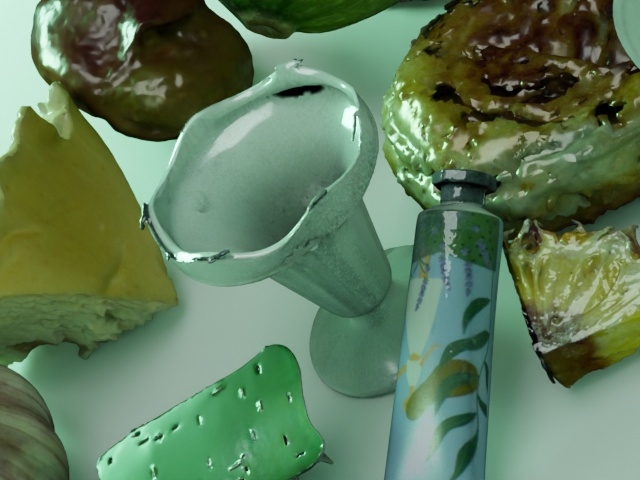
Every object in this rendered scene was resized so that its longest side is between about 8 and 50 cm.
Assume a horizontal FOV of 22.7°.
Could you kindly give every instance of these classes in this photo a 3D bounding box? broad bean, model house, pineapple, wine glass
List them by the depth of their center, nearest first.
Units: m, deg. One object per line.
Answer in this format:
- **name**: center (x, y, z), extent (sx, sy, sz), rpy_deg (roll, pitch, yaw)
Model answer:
- **pineapple**: center (0.170, 0.039, 1.000), extent (0.137, 0.069, 0.116), rpy_deg (10, 61, 40)
- **model house**: center (-0.055, 0.162, 1.052), extent (0.167, 0.088, 0.117), rpy_deg (-34, 41, 11)
- **wine glass**: center (0.000, 0.000, 1.069), extent (0.165, 0.196, 0.165), rpy_deg (-20, 47, 22)
- **broad bean**: center (-0.156, -0.160, 1.368), extent (0.156, 0.122, 0.228), rpy_deg (-15, 30, -38)

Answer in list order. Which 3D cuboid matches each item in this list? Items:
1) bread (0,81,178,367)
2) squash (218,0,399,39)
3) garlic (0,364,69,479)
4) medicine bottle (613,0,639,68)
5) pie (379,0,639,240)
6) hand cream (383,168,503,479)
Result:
- **bread**: center (-0.268, -0.010, 1.251), extent (0.184, 0.211, 0.224), rpy_deg (-37, 61, 33)
- **squash**: center (-0.007, -0.315, 1.236), extent (0.309, 0.310, 0.310), rpy_deg (-53, 42, -7)
- **garlic**: center (-0.307, 0.169, 1.125), extent (0.245, 0.253, 0.245), rpy_deg (-14, 48, 16)
- **medicine bottle**: center (0.290, -0.192, 1.004), extent (0.147, 0.147, 0.247), rpy_deg (12, 43, 43)
- **pie**: center (0.164, -0.119, 1.125), extent (0.308, 0.085, 0.308), rpy_deg (-17, 43, 17)
- **hand cream**: center (0.081, 0.083, 0.998), extent (0.088, 0.055, 0.256), rpy_deg (0, 80, 37)
